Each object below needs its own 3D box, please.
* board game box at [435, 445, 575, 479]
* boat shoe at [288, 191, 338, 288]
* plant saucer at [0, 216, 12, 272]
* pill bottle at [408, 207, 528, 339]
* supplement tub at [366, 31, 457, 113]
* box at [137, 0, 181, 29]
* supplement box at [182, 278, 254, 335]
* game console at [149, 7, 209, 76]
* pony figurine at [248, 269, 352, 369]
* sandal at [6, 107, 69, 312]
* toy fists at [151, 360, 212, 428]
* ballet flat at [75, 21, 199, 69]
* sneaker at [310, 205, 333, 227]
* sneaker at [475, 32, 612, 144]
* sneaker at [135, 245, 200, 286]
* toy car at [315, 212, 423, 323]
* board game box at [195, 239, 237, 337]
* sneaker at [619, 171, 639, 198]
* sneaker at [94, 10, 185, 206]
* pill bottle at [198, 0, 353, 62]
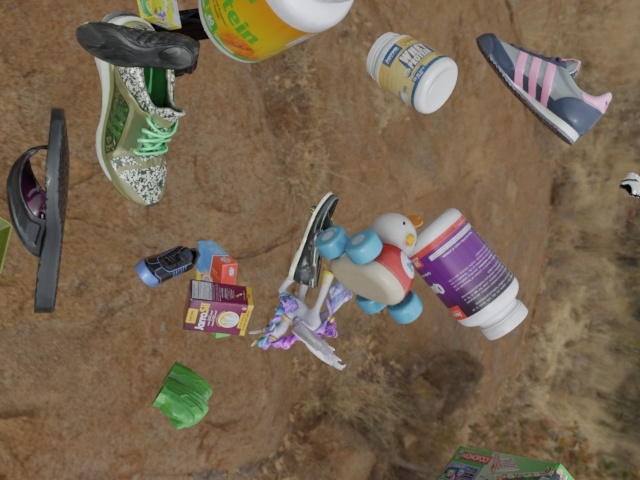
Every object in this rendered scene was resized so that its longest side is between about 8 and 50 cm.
[{"bbox_3d":[0.308,0.504,1.007,0.213,0.317,0.046,-41,90,-23],"label":"board game box"},{"bbox_3d":[0.000,0.000,1.236,0.233,0.079,0.084,-69,167,10],"label":"boat shoe"},{"bbox_3d":[-0.904,-0.018,1.351,0.045,0.188,0.188,-28,137,12],"label":"plant saucer"},{"bbox_3d":[0.369,0.088,1.331,0.181,0.181,0.323,-36,85,-35],"label":"pill bottle"},{"bbox_3d":[0.227,-0.426,1.323,0.144,0.199,0.144,-35,149,-25],"label":"supplement tub"},{"bbox_3d":[-0.452,-0.651,1.444,0.179,0.043,0.105,-39,121,-74],"label":"box"},{"bbox_3d":[-0.136,0.089,0.696,0.083,0.043,0.055,9,121,-19],"label":"supplement box"},{"bbox_3d":[-0.473,-0.660,1.785,0.213,0.361,0.044,-17,83,-21],"label":"game console"},{"bbox_3d":[-0.041,0.289,1.885,0.364,0.350,0.303,-58,159,-16],"label":"pony figurine"},{"bbox_3d":[-0.579,-0.049,1.067,0.107,0.167,0.446,6,111,-24],"label":"sandal"},{"bbox_3d":[-0.387,0.443,1.488,0.142,0.279,0.096,32,88,-8],"label":"toy fists"},{"bbox_3d":[-0.261,-0.278,0.753,0.049,0.173,0.058,-86,-173,-53],"label":"ballet flat"},{"bbox_3d":[0.004,-0.056,1.368,0.031,0.083,0.035,-30,150,-22],"label":"sneaker"},{"bbox_3d":[0.474,-0.357,1.126,0.131,0.319,0.112,-43,164,20],"label":"sneaker"},{"bbox_3d":[-0.381,0.054,1.329,0.090,0.232,0.081,-36,90,8],"label":"sneaker"},{"bbox_3d":[0.155,0.015,1.155,0.238,0.210,0.219,-48,118,-21],"label":"toy car"},{"bbox_3d":[-0.422,0.188,2.082,0.064,0.242,0.317,-6,115,-35],"label":"board game box"},{"bbox_3d":[0.715,-0.104,1.163,0.043,0.109,0.040,-37,149,-13],"label":"sneaker"},{"bbox_3d":[-0.362,-0.249,1.093,0.158,0.182,0.411,-26,130,-44],"label":"sneaker"},{"bbox_3d":[-0.042,-0.316,0.647,0.136,0.245,0.137,-2,93,-36],"label":"pill bottle"}]
